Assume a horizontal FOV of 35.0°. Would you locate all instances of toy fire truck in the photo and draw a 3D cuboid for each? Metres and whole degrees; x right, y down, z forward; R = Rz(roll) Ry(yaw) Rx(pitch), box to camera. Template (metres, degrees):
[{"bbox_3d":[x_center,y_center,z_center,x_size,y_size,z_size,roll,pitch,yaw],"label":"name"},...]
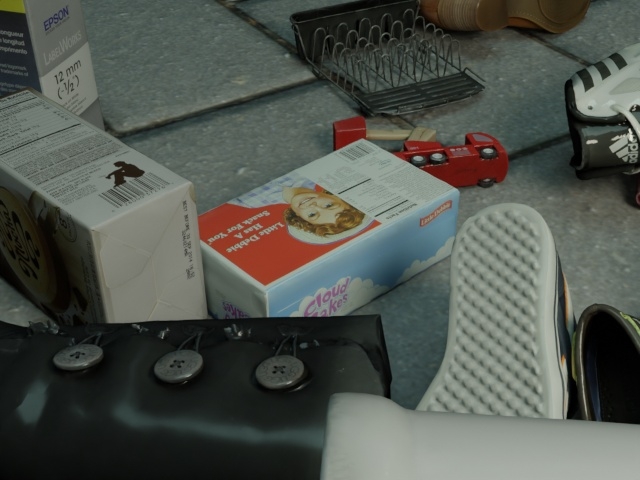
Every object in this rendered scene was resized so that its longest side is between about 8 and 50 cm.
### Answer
[{"bbox_3d":[0.120,-0.110,1.249,0.192,0.047,0.135,-7,34,-9],"label":"toy fire truck"}]

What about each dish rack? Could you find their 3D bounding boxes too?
[{"bbox_3d":[0.099,-0.264,1.452,0.208,0.074,0.271,-17,38,-19],"label":"dish rack"}]

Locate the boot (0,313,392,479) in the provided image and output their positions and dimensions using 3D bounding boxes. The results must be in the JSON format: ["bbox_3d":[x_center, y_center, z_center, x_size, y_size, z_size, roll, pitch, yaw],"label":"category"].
[{"bbox_3d":[-0.168,0.181,0.776,0.446,0.146,0.367,5,37,2],"label":"boot"}]

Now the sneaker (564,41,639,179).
[{"bbox_3d":[0.425,-0.093,1.090,0.258,0.169,0.447,-25,33,-12],"label":"sneaker"}]

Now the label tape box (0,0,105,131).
[{"bbox_3d":[-0.403,-0.239,1.192,0.249,0.347,0.115,12,37,19],"label":"label tape box"}]

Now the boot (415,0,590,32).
[{"bbox_3d":[0.270,-0.386,1.617,0.284,0.109,0.220,-21,29,-28],"label":"boot"}]

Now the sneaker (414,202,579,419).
[{"bbox_3d":[0.153,0.134,0.838,0.126,0.127,0.321,1,57,28],"label":"sneaker"}]

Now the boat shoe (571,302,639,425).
[{"bbox_3d":[0.238,0.156,0.770,0.081,0.069,0.227,-26,53,29],"label":"boat shoe"}]

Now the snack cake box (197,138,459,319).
[{"bbox_3d":[0.000,0.000,1.059,0.264,0.089,0.152,-27,44,-32],"label":"snack cake box"}]

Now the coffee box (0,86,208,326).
[{"bbox_3d":[-0.257,-0.022,1.033,0.119,0.168,0.297,-29,42,-34],"label":"coffee box"}]

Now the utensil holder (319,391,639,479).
[{"bbox_3d":[0.186,0.249,0.490,0.386,0.327,0.327,3,35,3],"label":"utensil holder"}]

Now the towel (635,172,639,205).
[{"bbox_3d":[0.516,-0.119,1.259,0.237,0.037,0.329,7,35,13],"label":"towel"}]
